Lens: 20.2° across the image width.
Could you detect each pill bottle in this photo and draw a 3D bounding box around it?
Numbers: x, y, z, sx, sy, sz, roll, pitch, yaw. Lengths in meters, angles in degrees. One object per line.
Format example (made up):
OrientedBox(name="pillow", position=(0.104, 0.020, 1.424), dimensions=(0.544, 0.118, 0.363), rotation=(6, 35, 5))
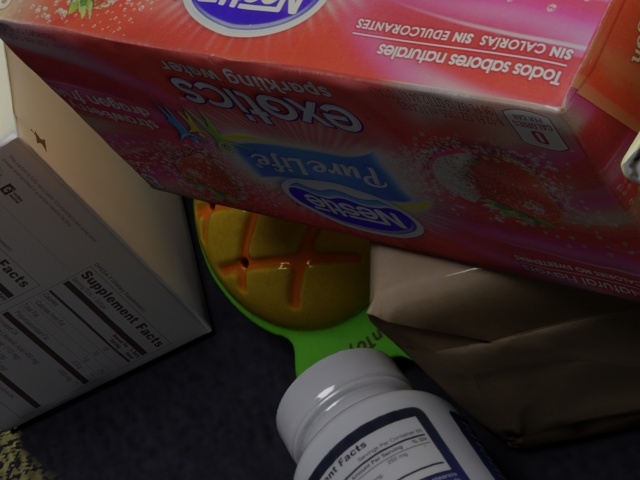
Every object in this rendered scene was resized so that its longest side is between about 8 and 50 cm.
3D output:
OrientedBox(name="pill bottle", position=(0.044, 0.131, 0.846), dimensions=(0.094, 0.094, 0.169), rotation=(-36, 47, 2))

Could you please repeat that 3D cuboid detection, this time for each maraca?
OrientedBox(name="maraca", position=(0.000, 0.000, 0.966), dimensions=(0.127, 0.099, 0.186), rotation=(-38, 69, 20))

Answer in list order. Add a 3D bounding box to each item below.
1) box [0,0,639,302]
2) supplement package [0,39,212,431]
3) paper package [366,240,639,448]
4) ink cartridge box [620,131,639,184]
OrientedBox(name="box", position=(0.028, -0.091, 0.754), dimensions=(0.300, 0.154, 0.142), rotation=(14, 68, 36))
OrientedBox(name="supplement package", position=(-0.191, -0.064, 1.043), dimensions=(0.145, 0.204, 0.262), rotation=(-26, 49, 13))
OrientedBox(name="paper package", position=(0.186, -0.089, 0.872), dimensions=(0.309, 0.168, 0.325), rotation=(-13, 53, 21))
OrientedBox(name="ink cartridge box", position=(0.303, -0.097, 0.551), dimensions=(0.279, 0.160, 0.385), rotation=(36, 54, 2))
